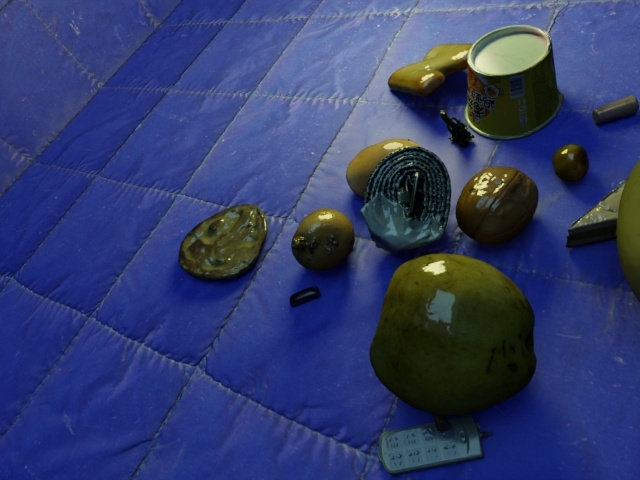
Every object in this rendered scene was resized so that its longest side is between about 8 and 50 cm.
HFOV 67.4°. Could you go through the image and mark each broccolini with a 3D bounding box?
[{"bbox_3d":[0.366,-0.314,1.289,0.074,0.201,0.058,40,96,26],"label":"broccolini"}]

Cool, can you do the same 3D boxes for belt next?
[{"bbox_3d":[0.208,-0.094,1.177,0.207,0.150,0.257,10,87,7],"label":"belt"}]

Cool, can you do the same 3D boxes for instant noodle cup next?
[{"bbox_3d":[0.512,-0.436,1.302,0.265,0.200,0.264,-13,52,17],"label":"instant noodle cup"}]

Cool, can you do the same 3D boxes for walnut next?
[{"bbox_3d":[0.408,-0.084,1.116,0.168,0.167,0.207,24,66,36],"label":"walnut"}]

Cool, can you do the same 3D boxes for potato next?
[{"bbox_3d":[0.180,-0.204,1.332,0.234,0.145,0.150,-7,22,21],"label":"potato"}]

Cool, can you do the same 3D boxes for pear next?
[{"bbox_3d":[0.255,0.179,0.911,0.304,0.303,0.303,-12,52,16],"label":"pear"}]

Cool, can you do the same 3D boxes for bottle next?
[{"bbox_3d":[0.748,-0.330,1.217,0.097,0.045,0.045,-17,50,13],"label":"bottle"}]

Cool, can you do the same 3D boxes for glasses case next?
[{"bbox_3d":[-0.043,0.142,1.242,0.084,0.023,0.033,-22,51,8],"label":"glasses case"}]

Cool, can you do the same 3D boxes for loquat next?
[{"bbox_3d":[0.000,0.000,1.230,0.172,0.205,0.149,-38,76,33],"label":"loquat"}]

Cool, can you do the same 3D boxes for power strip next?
[{"bbox_3d":[0.219,0.395,0.929,0.227,0.029,0.079,-17,50,12],"label":"power strip"}]

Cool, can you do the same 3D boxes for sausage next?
[{"bbox_3d":[0.230,0.325,0.959,0.026,0.026,0.116,-21,28,9],"label":"sausage"}]

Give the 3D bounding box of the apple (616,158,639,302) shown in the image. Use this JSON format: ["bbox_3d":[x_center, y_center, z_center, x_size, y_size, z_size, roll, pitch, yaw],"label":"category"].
[{"bbox_3d":[0.726,-0.029,0.753,0.475,0.473,0.473,-12,52,16],"label":"apple"}]

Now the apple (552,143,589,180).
[{"bbox_3d":[0.598,-0.185,1.147,0.075,0.089,0.089,-13,50,35],"label":"apple"}]

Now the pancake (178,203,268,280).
[{"bbox_3d":[-0.290,0.009,1.439,0.295,0.049,0.294,-11,51,13],"label":"pancake"}]

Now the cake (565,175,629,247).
[{"bbox_3d":[0.635,-0.070,1.046,0.221,0.086,0.116,-14,52,15],"label":"cake"}]

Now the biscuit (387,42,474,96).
[{"bbox_3d":[0.347,-0.533,1.483,0.237,0.062,0.290,-32,26,3],"label":"biscuit"}]
